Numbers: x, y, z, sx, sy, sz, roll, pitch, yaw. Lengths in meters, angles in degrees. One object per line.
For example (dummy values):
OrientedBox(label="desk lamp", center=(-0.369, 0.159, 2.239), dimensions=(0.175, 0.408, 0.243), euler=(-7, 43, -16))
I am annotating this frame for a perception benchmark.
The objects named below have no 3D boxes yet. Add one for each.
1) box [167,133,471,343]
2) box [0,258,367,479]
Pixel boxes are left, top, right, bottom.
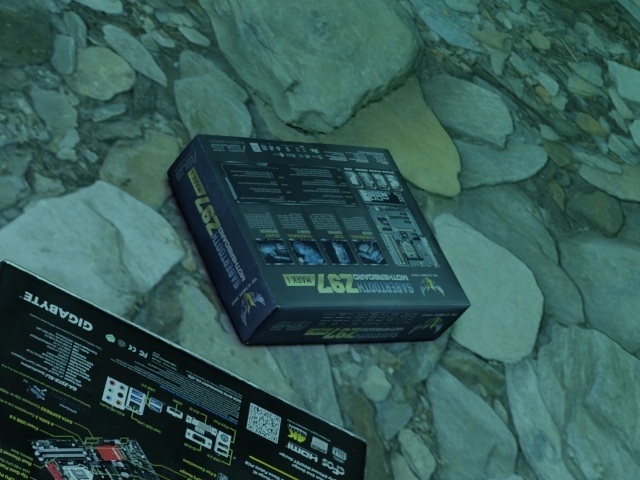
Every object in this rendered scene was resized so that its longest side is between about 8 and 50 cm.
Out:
OrientedBox(label="box", center=(0.000, 0.000, 1.598), dimensions=(0.232, 0.059, 0.183), euler=(0, 52, -42))
OrientedBox(label="box", center=(-0.125, 0.185, 1.284), dimensions=(0.322, 0.079, 0.257), euler=(28, 40, -17))
